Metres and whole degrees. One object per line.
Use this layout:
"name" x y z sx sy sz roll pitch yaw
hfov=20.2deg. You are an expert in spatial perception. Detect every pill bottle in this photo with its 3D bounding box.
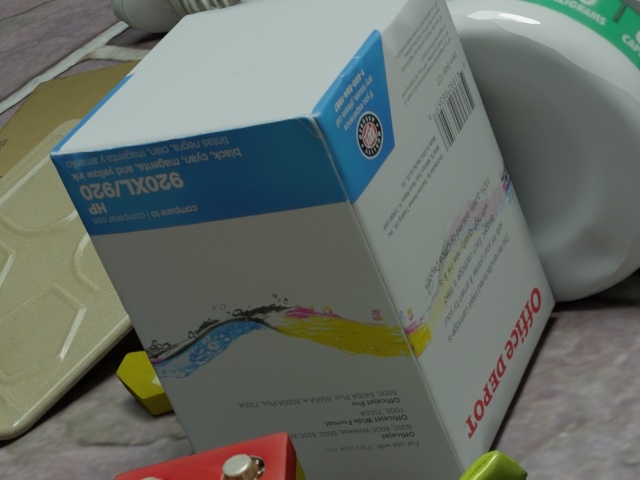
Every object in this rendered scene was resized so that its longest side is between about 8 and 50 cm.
"pill bottle" 0.176 -0.140 1.157 0.204 0.204 0.361 -4 33 31

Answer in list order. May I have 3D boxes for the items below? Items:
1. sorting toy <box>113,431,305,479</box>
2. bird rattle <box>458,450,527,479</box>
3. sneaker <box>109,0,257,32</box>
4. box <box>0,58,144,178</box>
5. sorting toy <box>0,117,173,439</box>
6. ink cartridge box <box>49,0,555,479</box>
"sorting toy" -0.102 0.208 0.796 0.257 0.089 0.255 -15 33 12
"bird rattle" 0.009 0.199 0.641 0.253 0.207 0.143 -41 -2 -34
"sneaker" -0.078 -0.246 1.662 0.305 0.114 0.152 -14 41 29
"box" -0.213 -0.103 1.589 0.164 0.021 0.201 -10 28 22
"sorting toy" -0.160 0.042 1.218 0.229 0.041 0.307 -41 44 -16
"ink cartridge box" 0.000 0.000 0.990 0.168 0.233 0.171 -7 29 30
